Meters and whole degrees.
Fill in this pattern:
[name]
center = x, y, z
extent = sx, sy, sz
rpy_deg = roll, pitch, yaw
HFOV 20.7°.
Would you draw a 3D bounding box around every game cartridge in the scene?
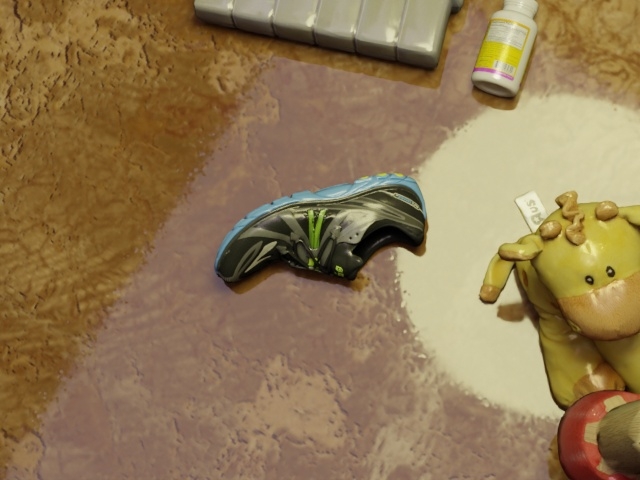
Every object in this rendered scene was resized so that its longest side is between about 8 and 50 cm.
[game cartridge]
center = 0.041, -0.341, 1.554
extent = 0.230, 0.068, 0.355
rpy_deg = 14, 80, 4

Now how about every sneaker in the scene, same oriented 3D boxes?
[sneaker]
center = 0.000, 0.000, 1.482
extent = 0.188, 0.067, 0.078
rpy_deg = -16, 71, -1

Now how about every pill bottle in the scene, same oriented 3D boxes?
[pill bottle]
center = 0.162, -0.169, 1.513
extent = 0.043, 0.043, 0.083
rpy_deg = 18, 80, 9

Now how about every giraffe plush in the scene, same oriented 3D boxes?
[giraffe plush]
center = 0.225, 0.026, 1.402
extent = 0.181, 0.170, 0.210
rpy_deg = -43, 78, -4

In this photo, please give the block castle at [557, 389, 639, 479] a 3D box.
[block castle]
center = 0.403, 0.269, 1.320
extent = 0.303, 0.213, 0.453
rpy_deg = -26, 84, -12
